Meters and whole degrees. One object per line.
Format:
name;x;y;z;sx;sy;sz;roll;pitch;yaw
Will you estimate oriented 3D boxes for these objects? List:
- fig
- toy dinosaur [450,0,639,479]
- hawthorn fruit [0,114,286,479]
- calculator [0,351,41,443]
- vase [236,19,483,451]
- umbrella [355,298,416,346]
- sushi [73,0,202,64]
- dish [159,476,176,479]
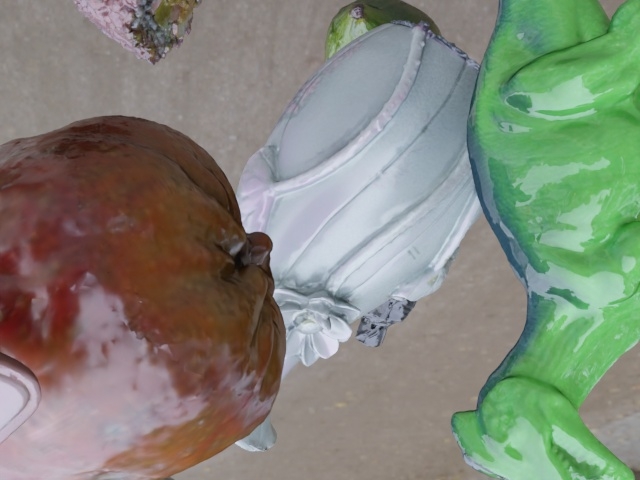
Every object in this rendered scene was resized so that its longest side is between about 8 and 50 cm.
fig;0.090;-0.333;1.413;0.203;0.203;0.235;-9;151;15
toy dinosaur;0.117;-0.087;0.665;0.374;0.500;0.144;-45;166;-7
hawthorn fruit;-0.151;0.044;0.560;0.262;0.258;0.258;6;157;1
calculator;-0.287;0.064;0.301;0.330;0.220;0.048;-27;-155;-13
vase;0.000;0.000;0.906;0.250;0.445;0.250;38;178;2
umbrella;0.131;0.049;1.470;0.128;0.336;0.154;19;-161;8
sushi;-0.330;-0.469;1.616;0.171;0.236;0.270;27;176;11
dish;-0.309;0.459;1.271;0.303;0.303;0.120;-8;158;11
